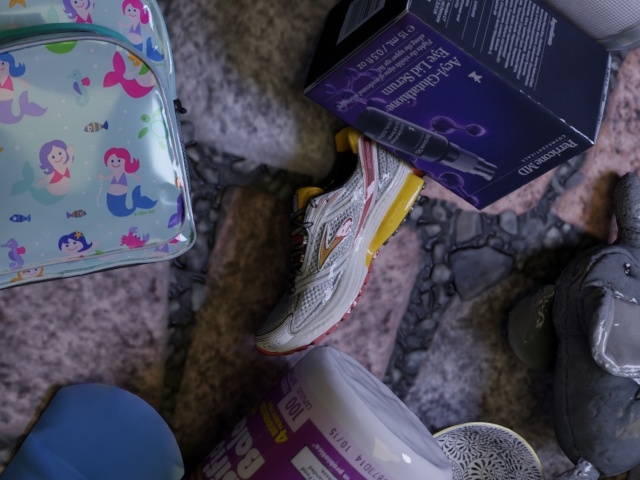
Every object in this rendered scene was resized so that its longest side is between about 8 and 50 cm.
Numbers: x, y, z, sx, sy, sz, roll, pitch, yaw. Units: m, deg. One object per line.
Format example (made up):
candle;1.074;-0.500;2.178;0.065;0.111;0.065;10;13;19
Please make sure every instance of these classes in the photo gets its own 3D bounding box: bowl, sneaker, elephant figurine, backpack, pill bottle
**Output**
bowl;0.121;0.241;1.298;0.170;0.080;0.170;-5;103;-21
sneaker;0.000;0.000;1.204;0.092;0.088;0.225;33;79;-20
elephant figurine;0.265;0.086;1.299;0.169;0.186;0.239;-21;100;21
backpack;-0.214;-0.095;1.046;0.225;0.191;0.254;-9;99;-18
pill bottle;-0.045;0.249;1.175;0.169;0.169;0.301;41;97;-23

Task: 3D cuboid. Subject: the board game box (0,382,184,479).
board game box;-0.196;0.206;1.178;0.133;0.033;0.169;34;92;11

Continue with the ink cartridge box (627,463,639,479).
ink cartridge box;0.385;0.297;1.307;0.060;0.275;0.239;10;98;-23

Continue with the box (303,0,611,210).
box;0.117;-0.141;1.155;0.207;0.153;0.108;31;54;-20

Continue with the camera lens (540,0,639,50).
camera lens;0.217;-0.308;1.141;0.274;0.219;0.219;32;89;-24
